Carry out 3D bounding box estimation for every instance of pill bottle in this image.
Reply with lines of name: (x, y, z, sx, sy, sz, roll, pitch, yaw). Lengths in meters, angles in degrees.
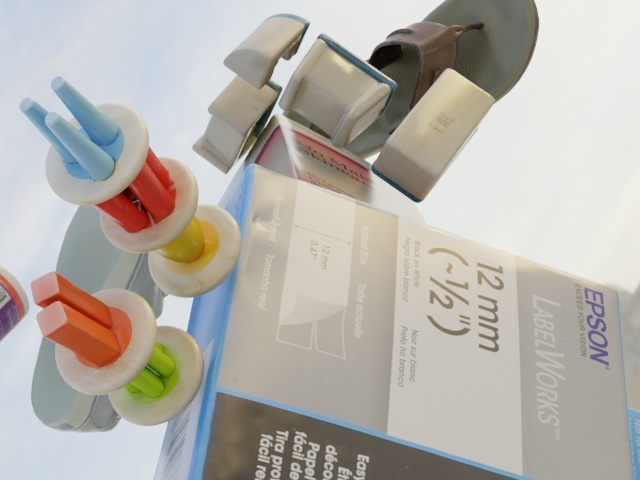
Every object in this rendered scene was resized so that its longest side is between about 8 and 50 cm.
pill bottle: (-0.456, 0.115, 1.624, 0.193, 0.108, 0.108, -50, -17, -37)

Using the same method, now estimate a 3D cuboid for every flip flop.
flip flop: (0.080, -0.154, 1.253, 0.277, 0.112, 0.080, -26, -10, 12)

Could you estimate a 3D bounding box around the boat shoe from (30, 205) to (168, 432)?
boat shoe: (-0.171, 0.049, 1.099, 0.081, 0.079, 0.228, 25, -102, -52)

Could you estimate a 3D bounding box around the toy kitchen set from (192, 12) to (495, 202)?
toy kitchen set: (0.016, -0.101, 1.185, 0.122, 0.207, 0.166, -50, -7, -39)

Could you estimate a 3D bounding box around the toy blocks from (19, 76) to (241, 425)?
toy blocks: (-0.099, 0.005, 0.610, 0.148, 0.054, 0.123, 50, -131, -55)

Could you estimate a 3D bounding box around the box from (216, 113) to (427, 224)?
box: (0.000, 0.000, 1.142, 0.127, 0.148, 0.232, -58, 16, 13)

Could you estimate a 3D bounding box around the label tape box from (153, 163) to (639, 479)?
label tape box: (0.091, 0.126, 0.721, 0.115, 0.347, 0.249, 117, 166, -44)
